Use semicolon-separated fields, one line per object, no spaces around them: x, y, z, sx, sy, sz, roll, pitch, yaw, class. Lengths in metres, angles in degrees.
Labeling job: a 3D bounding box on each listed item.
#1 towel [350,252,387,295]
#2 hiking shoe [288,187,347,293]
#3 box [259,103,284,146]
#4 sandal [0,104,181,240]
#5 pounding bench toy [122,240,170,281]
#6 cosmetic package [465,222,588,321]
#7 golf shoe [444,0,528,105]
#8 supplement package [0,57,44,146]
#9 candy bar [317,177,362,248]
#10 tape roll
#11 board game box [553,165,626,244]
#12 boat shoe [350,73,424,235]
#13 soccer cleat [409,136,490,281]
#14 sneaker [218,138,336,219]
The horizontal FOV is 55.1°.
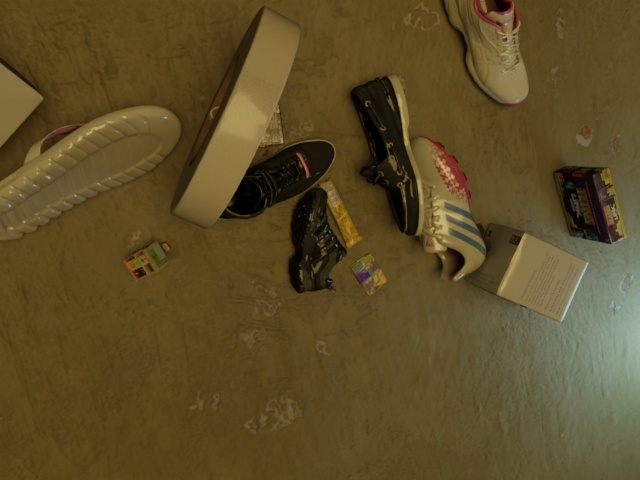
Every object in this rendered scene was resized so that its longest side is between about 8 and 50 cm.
0.110;0.076;1.372;0.060;0.009;0.083;-35;106;-7;towel
0.000;0.000;1.304;0.114;0.086;0.227;2;104;-29;hiking shoe
-0.112;-0.235;1.260;0.067;0.018;0.083;-9;101;-13;box
-0.460;-0.150;1.133;0.416;0.169;0.102;-30;65;-8;sandal
-0.343;0.037;1.227;0.065;0.083;0.052;-24;104;22;pounding bench toy
0.463;0.069;1.391;0.183;0.151;0.152;22;93;-16;cosmetic package
0.370;-0.423;1.297;0.115;0.140;0.306;-36;107;-9;golf shoe
-0.642;-0.222;1.021;0.262;0.145;0.204;-49;132;-3;supplement package
0.041;-0.060;1.328;0.040;0.018;0.162;-31;105;-12;candy bar
-0.154;-0.208;1.063;0.072;0.392;0.392;24;92;-18;tape roll
0.617;-0.084;1.413;0.048;0.141;0.170;-24;103;-10;board game box
0.133;-0.168;1.280;0.113;0.127;0.340;-12;100;-12;boat shoe
0.257;-0.060;1.326;0.143;0.116;0.331;-38;108;-24;soccer cleat
-0.084;-0.118;1.220;0.295;0.147;0.105;-27;103;-11;sneaker
